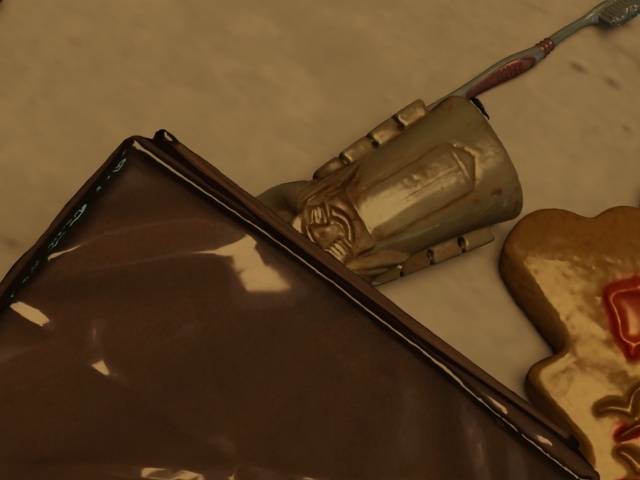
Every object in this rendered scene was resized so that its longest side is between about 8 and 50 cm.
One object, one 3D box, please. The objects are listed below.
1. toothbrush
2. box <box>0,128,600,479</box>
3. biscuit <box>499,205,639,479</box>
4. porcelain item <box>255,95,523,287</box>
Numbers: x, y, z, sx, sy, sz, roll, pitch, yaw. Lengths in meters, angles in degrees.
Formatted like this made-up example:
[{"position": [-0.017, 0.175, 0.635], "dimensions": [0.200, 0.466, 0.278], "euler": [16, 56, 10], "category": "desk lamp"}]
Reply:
[{"position": [0.103, -0.092, 0.988], "dimensions": [0.193, 0.013, 0.019], "euler": [-30, 42, -19], "category": "toothbrush"}, {"position": [-0.032, 0.090, 0.790], "dimensions": [0.252, 0.153, 0.188], "euler": [39, 94, 0], "category": "box"}, {"position": [0.194, 0.079, 0.944], "dimensions": [0.212, 0.041, 0.238], "euler": [10, 69, -13], "category": "biscuit"}, {"position": [0.000, 0.000, 0.912], "dimensions": [0.213, 0.054, 0.084], "euler": [-28, 84, -20], "category": "porcelain item"}]
